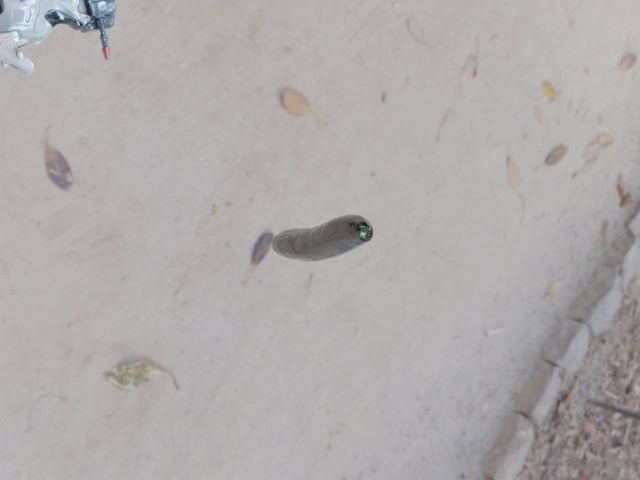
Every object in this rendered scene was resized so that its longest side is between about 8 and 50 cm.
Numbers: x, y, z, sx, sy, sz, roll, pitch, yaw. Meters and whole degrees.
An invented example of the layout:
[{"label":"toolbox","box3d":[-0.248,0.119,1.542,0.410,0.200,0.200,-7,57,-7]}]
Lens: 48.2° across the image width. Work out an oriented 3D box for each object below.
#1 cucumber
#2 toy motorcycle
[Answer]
[{"label":"cucumber","box3d":[0.000,0.000,0.980,0.056,0.284,0.056,2,85,-26]},{"label":"toy motorcycle","box3d":[-0.390,-0.313,1.004,0.221,0.102,0.150,-22,105,-35]}]
